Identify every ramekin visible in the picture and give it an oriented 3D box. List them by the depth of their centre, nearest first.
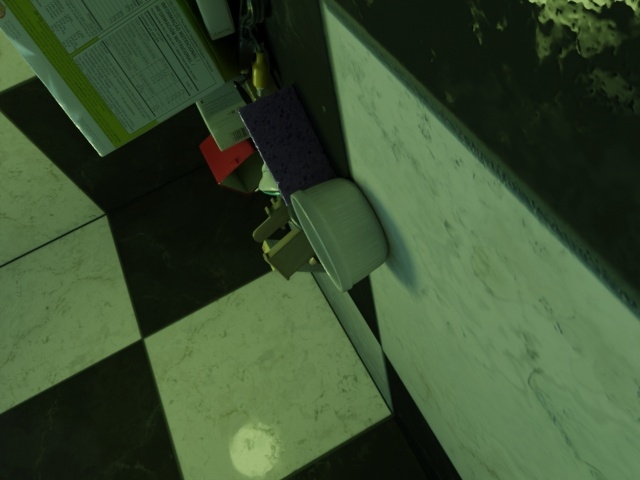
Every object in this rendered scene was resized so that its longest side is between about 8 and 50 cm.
[{"bbox_3d":[0.038,-0.018,0.836,0.207,0.109,0.207,61,173,12],"label":"ramekin"}]

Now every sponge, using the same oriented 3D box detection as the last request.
[{"bbox_3d":[-0.062,-0.185,0.887,0.210,0.117,0.031,63,176,-9],"label":"sponge"}]

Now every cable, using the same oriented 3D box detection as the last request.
[{"bbox_3d":[-0.122,-0.405,0.851,0.287,0.072,0.139,134,126,-71],"label":"cable"}]

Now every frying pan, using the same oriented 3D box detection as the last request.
[{"bbox_3d":[-0.134,-0.270,1.161,0.197,0.053,0.326,57,-171,4],"label":"frying pan"}]

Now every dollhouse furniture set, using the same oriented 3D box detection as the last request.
[{"bbox_3d":[-0.140,-0.035,1.595,0.303,0.174,0.355,47,-178,-28],"label":"dollhouse furniture set"}]

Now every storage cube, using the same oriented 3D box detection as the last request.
[{"bbox_3d":[-0.293,-0.311,1.650,0.183,0.215,0.193,15,-139,-60],"label":"storage cube"}]

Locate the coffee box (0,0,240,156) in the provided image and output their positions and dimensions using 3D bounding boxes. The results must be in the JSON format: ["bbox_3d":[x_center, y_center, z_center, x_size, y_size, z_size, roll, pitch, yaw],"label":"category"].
[{"bbox_3d":[-0.395,-0.445,0.990,0.338,0.334,0.337,58,-165,-24],"label":"coffee box"}]

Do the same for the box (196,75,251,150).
[{"bbox_3d":[-0.292,-0.418,1.466,0.119,0.181,0.182,59,174,21],"label":"box"}]

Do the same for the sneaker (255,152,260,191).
[{"bbox_3d":[-0.242,-0.311,1.913,0.410,0.158,0.182,-151,50,-73],"label":"sneaker"}]

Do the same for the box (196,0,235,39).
[{"bbox_3d":[-0.244,-0.566,0.802,0.232,0.058,0.322,81,170,-72],"label":"box"}]

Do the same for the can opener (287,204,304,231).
[{"bbox_3d":[0.000,0.000,1.298,0.283,0.095,0.076,60,175,18],"label":"can opener"}]

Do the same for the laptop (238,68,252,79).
[{"bbox_3d":[-0.307,-0.541,1.261,0.264,0.136,0.234,55,171,50],"label":"laptop"}]

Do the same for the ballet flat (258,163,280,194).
[{"bbox_3d":[-0.136,-0.215,1.429,0.139,0.139,0.400,63,175,-11],"label":"ballet flat"}]

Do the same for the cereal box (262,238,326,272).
[{"bbox_3d":[-0.085,0.059,1.701,0.173,0.240,0.047,-125,45,-54],"label":"cereal box"}]

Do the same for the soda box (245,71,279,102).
[{"bbox_3d":[-0.105,-0.291,1.033,0.181,0.061,0.058,63,175,-11],"label":"soda box"}]
